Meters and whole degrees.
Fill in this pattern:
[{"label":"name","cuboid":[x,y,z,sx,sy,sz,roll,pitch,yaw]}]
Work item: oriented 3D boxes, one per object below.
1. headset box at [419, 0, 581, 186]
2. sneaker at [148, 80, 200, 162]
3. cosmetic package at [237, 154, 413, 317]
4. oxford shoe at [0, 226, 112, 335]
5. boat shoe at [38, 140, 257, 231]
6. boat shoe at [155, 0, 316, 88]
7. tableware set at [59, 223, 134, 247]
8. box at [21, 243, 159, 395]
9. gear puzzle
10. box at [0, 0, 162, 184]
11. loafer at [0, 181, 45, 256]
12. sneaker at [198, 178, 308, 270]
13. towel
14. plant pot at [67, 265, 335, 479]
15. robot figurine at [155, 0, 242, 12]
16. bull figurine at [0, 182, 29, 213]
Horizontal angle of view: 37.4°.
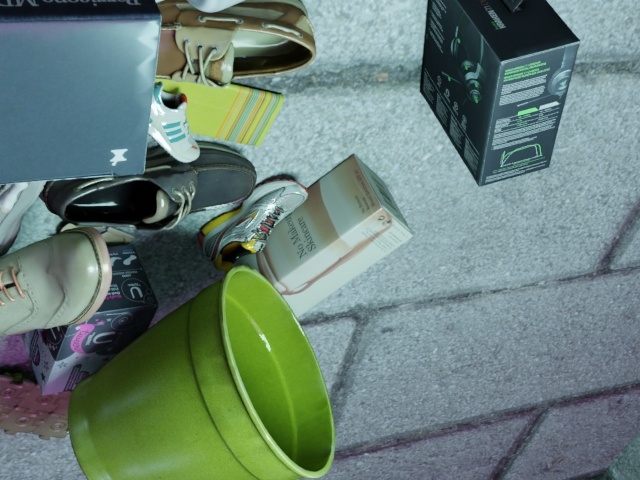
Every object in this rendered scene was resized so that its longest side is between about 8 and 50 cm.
[{"label":"headset box","cuboid":[0.268,-0.275,1.477,0.131,0.246,0.283,-16,142,-11]},{"label":"sneaker","cuboid":[-0.219,-0.180,1.432,0.075,0.057,0.161,-33,137,14]},{"label":"cosmetic package","cuboid":[0.000,0.000,1.740,0.296,0.153,0.129,-37,140,14]},{"label":"oxford shoe","cuboid":[-0.464,0.083,1.457,0.397,0.140,0.146,-26,169,41]},{"label":"boat shoe","cuboid":[-0.263,-0.068,1.501,0.355,0.130,0.132,-7,131,-24]},{"label":"boat shoe","cuboid":[-0.155,-0.278,1.328,0.324,0.120,0.122,-12,142,-18]},{"label":"tableware set","cuboid":[-0.358,-0.030,1.600,0.141,0.020,0.169,20,125,-44]},{"label":"box","cuboid":[-0.408,0.142,1.654,0.163,0.142,0.247,-7,143,-36]},{"label":"gear puzzle","cuboid":[-0.613,0.313,1.862,0.339,0.044,0.175,22,125,-42]},{"label":"box","cuboid":[-0.364,-0.261,0.994,0.294,0.395,0.212,-7,140,-24]},{"label":"loafer","cuboid":[-0.482,-0.082,1.386,0.111,0.112,0.319,-3,139,-41]},{"label":"sneaker","cuboid":[-0.111,-0.024,1.691,0.225,0.092,0.088,-37,142,14]},{"label":"towel","cuboid":[-0.175,-0.212,1.487,0.237,0.021,0.102,8,127,-36]},{"label":"plant pot","cuboid":[-0.215,0.279,1.591,0.353,0.366,0.366,-25,145,16]},{"label":"robot figurine","cuboid":[-0.077,-0.403,1.127,0.353,0.199,0.300,-27,-170,-18]},{"label":"bull figurine","cuboid":[-0.348,-0.145,1.175,0.188,0.101,0.310,-39,-171,43]}]
